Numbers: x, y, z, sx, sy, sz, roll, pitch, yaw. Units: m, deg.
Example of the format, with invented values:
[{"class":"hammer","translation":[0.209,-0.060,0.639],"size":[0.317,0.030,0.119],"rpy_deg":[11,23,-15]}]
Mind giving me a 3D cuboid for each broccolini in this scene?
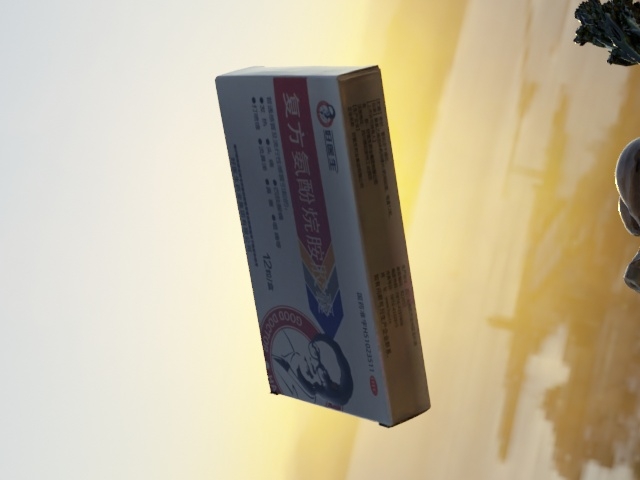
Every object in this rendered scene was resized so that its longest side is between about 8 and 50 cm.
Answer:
[{"class":"broccolini","translation":[0.283,-0.150,1.325],"size":[0.201,0.074,0.058],"rpy_deg":[-111,11,-46]}]

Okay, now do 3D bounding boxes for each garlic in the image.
[{"class":"garlic","translation":[0.374,-0.036,1.666],"size":[0.194,0.131,0.127],"rpy_deg":[-55,-23,-14]}]

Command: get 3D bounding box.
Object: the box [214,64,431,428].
[{"class":"box","translation":[0.000,0.000,1.545],"size":[0.214,0.069,0.353],"rpy_deg":[8,113,53]}]
